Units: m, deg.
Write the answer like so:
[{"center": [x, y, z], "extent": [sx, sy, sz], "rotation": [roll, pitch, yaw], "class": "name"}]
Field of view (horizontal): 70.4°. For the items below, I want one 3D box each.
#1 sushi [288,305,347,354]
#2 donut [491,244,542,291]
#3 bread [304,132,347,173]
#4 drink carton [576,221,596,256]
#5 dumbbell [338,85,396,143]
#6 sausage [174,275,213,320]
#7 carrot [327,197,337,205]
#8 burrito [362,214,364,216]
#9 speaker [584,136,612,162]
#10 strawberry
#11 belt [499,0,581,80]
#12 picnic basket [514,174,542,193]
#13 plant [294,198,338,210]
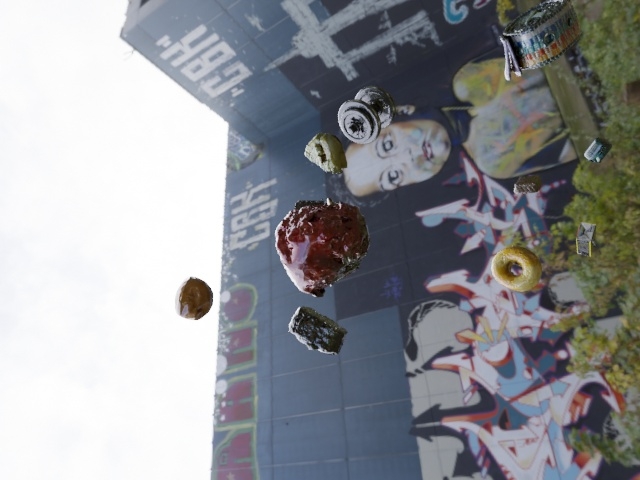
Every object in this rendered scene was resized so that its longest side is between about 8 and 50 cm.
[{"center": [-0.011, 0.351, 1.749], "extent": [0.127, 0.224, 0.124], "rotation": [-65, -19, 4], "class": "sushi"}, {"center": [0.739, 0.106, 1.733], "extent": [0.074, 0.174, 0.190], "rotation": [11, -150, -41], "class": "donut"}, {"center": [0.031, -0.312, 1.555], "extent": [0.156, 0.110, 0.103], "rotation": [31, -140, 7], "class": "bread"}, {"center": [0.970, -0.003, 1.650], "extent": [0.165, 0.056, 0.071], "rotation": [35, -103, -53], "class": "drink carton"}, {"center": [0.190, -0.514, 1.854], "extent": [0.290, 0.192, 0.192], "rotation": [-49, -62, -37], "class": "dumbbell"}, {"center": [-0.410, 0.190, 1.477], "extent": [0.241, 0.120, 0.136], "rotation": [137, 148, -75], "class": "sausage"}, {"center": [0.050, -0.110, 1.641], "extent": [0.254, 0.049, 0.049], "rotation": [55, -157, -73], "class": "carrot"}, {"center": [0.189, -0.083, 2.445], "extent": [0.064, 0.064, 0.203], "rotation": [61, -142, -18], "class": "burrito"}, {"center": [0.922, -0.290, 1.495], "extent": [0.060, 0.075, 0.095], "rotation": [13, -140, -8], "class": "speaker"}, {"center": [0.000, 0.000, 1.206], "extent": [0.220, 0.274, 0.274], "rotation": [41, -160, 20], "class": "strawberry"}, {"center": [0.709, -0.648, 1.459], "extent": [0.295, 0.206, 0.161], "rotation": [-52, -60, -36], "class": "belt"}, {"center": [0.954, -0.260, 2.082], "extent": [0.193, 0.110, 0.055], "rotation": [-30, -66, -55], "class": "picnic basket"}, {"center": [-0.014, -0.122, 2.038], "extent": [0.131, 0.203, 0.143], "rotation": [-11, -66, -71], "class": "plant"}]
